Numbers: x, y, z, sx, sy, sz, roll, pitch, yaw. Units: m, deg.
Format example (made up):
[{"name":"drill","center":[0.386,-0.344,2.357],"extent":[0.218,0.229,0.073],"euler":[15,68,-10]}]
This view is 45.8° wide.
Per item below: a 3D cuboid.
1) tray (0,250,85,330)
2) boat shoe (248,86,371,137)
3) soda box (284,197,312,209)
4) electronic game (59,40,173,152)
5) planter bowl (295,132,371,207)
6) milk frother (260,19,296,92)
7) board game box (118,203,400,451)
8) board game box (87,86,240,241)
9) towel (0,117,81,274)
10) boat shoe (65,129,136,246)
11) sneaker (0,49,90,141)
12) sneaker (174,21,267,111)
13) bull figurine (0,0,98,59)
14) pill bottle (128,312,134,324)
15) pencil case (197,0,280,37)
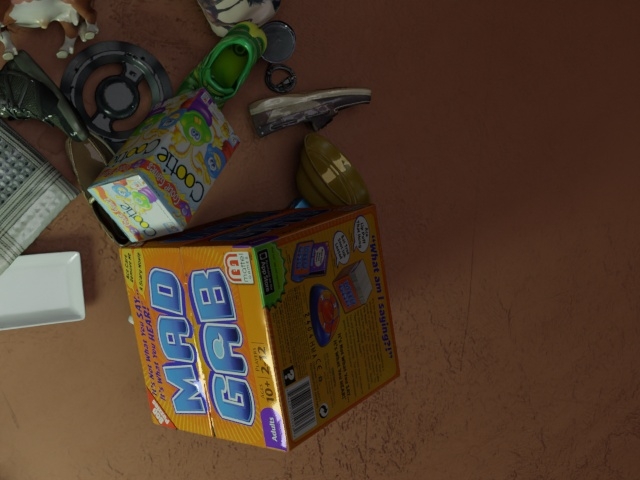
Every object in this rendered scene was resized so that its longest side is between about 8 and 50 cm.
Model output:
[{"name":"tray","center":[-0.616,0.103,1.514],"extent":[0.270,0.030,0.145],"euler":[-6,92,-21]},{"name":"boat shoe","center":[-0.019,-0.290,1.705],"extent":[0.285,0.103,0.092],"euler":[-12,101,-17]},{"name":"soda box","center":[0.000,0.000,1.732],"extent":[0.210,0.067,0.071],"euler":[46,75,-16]},{"name":"electronic game","center":[-0.421,-0.296,1.570],"extent":[0.229,0.048,0.229],"euler":[-3,99,-17]},{"name":"planter bowl","center":[0.010,-0.128,1.697],"extent":[0.090,0.217,0.217],"euler":[-38,108,24]},{"name":"milk frother","center":[-0.091,-0.396,1.650],"extent":[0.129,0.135,0.143],"euler":[-42,104,12]},{"name":"board game box","center":[-0.108,0.143,1.461],"extent":[0.356,0.356,0.357],"euler":[-20,104,-49]},{"name":"board game box","center":[-0.295,-0.149,1.473],"extent":[0.144,0.142,0.275],"euler":[56,41,-31]},{"name":"towel","center":[-0.687,-0.085,1.450],"extent":[0.312,0.056,0.324],"euler":[44,73,-12]},{"name":"boat shoe","center":[-0.434,-0.104,1.528],"extent":[0.095,0.095,0.257],"euler":[-27,104,2]},{"name":"sneaker","center":[-0.556,-0.253,1.479],"extent":[0.130,0.087,0.227],"euler":[-43,83,-6]},{"name":"sneaker","center":[-0.226,-0.323,1.560],"extent":[0.109,0.123,0.295],"euler":[36,116,-9]},{"name":"bull figurine","center":[-0.582,-0.446,1.457],"extent":[0.310,0.101,0.188],"euler":[-13,73,-25]},{"name":"pill bottle","center":[-0.315,0.103,1.587],"extent":[0.112,0.112,0.187],"euler":[25,82,-20]},{"name":"pencil case","center":[-0.212,-0.616,1.498],"extent":[0.183,0.160,0.410],"euler":[-36,135,-9]}]
